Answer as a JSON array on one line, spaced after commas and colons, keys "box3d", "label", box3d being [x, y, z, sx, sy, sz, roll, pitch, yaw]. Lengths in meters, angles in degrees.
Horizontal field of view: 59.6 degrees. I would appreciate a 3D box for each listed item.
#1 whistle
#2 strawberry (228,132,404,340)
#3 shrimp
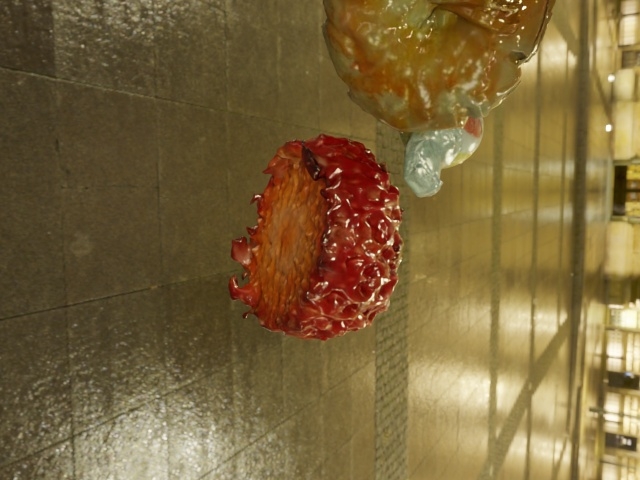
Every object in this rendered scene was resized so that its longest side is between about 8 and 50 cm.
[{"box3d": [0.163, -0.139, 0.765, 0.223, 0.123, 0.123, -62, 143, -47], "label": "whistle"}, {"box3d": [0.000, 0.000, 0.379, 0.086, 0.145, 0.145, 0, 92, -32], "label": "strawberry"}, {"box3d": [0.071, -0.191, 0.320, 0.062, 0.154, 0.294, -46, 153, -35], "label": "shrimp"}]
